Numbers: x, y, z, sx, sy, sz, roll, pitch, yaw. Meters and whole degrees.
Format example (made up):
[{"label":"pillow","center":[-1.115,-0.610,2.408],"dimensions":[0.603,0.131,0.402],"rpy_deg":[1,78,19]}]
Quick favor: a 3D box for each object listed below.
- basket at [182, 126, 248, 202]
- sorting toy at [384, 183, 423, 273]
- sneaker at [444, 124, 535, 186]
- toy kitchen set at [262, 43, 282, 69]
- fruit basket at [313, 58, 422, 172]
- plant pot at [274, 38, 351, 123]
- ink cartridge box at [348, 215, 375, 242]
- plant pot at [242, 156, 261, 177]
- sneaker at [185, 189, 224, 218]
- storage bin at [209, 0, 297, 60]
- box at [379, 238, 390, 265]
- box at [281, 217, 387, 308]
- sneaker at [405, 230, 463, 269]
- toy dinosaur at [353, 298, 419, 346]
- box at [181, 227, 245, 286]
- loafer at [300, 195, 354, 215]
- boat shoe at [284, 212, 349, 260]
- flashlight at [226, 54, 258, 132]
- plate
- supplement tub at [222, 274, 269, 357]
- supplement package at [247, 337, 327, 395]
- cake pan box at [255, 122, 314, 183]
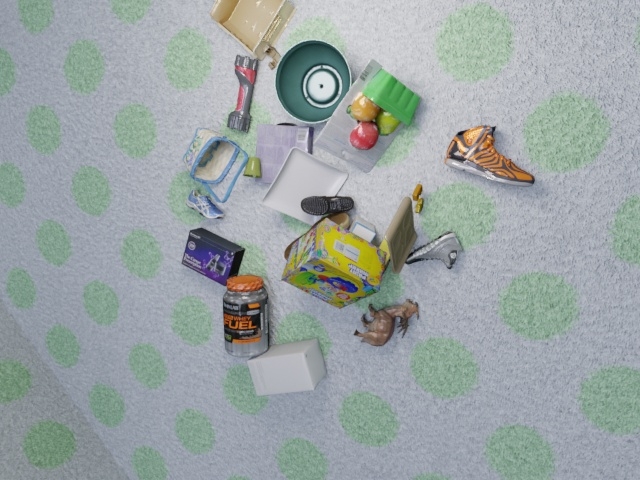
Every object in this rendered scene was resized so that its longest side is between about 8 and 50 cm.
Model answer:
[{"label":"basket","center":[-0.460,-0.339,1.896],"dimensions":[0.289,0.201,0.255],"rpy_deg":[40,110,21]},{"label":"sorting toy","center":[0.320,-0.055,1.637],"dimensions":[0.041,0.307,0.229],"rpy_deg":[14,149,30]},{"label":"sneaker","center":[0.618,-0.309,1.532],"dimensions":[0.321,0.124,0.180],"rpy_deg":[22,107,16]},{"label":"toy kitchen set","center":[-0.205,-0.753,1.796],"dimensions":[0.068,0.075,0.083],"rpy_deg":[-37,85,23]},{"label":"fruit basket","center":[0.178,-0.450,1.602],"dimensions":[0.353,0.327,0.165],"rpy_deg":[-49,48,25]},{"label":"plant pot","center":[-0.011,-0.604,1.672],"dimensions":[0.292,0.196,0.293],"rpy_deg":[3,104,12]},{"label":"ink cartridge box","center":[0.163,-0.031,1.753],"dimensions":[0.089,0.143,0.092],"rpy_deg":[28,109,-4]},{"label":"plant pot","center":[-0.287,-0.313,1.839],"dimensions":[0.083,0.083,0.079],"rpy_deg":[5,89,20]},{"label":"sneaker","center":[-0.540,-0.166,2.023],"dimensions":[0.211,0.080,0.081],"rpy_deg":[28,111,13]},{"label":"storage bin","center":[-0.281,-0.933,1.768],"dimensions":[0.262,0.123,0.260],"rpy_deg":[43,111,9]},{"label":"box","center":[0.267,0.046,1.750],"dimensions":[0.058,0.087,0.232],"rpy_deg":[29,109,16]},{"label":"box","center":[0.050,0.100,1.674],"dimensions":[0.289,0.177,0.279],"rpy_deg":[28,146,-18]},{"label":"sneaker","center":[0.449,0.070,1.685],"dimensions":[0.228,0.086,0.132],"rpy_deg":[-32,89,22]},{"label":"toy dinosaur","center":[0.265,0.362,1.790],"dimensions":[0.200,0.127,0.296],"rpy_deg":[30,114,7]},{"label":"box","center":[-0.510,0.075,2.044],"dimensions":[0.261,0.103,0.185],"rpy_deg":[24,104,16]},{"label":"loafer","center":[0.027,-0.145,1.786],"dimensions":[0.219,0.078,0.080],"rpy_deg":[0,97,0]},{"label":"boat shoe","center":[0.000,0.000,1.840],"dimensions":[0.341,0.122,0.110],"rpy_deg":[-33,124,25]},{"label":"flashlight","center":[-0.343,-0.632,1.859],"dimensions":[0.103,0.103,0.304],"rpy_deg":[30,112,41]},{"label":"plate","center":[-0.067,-0.221,1.780],"dimensions":[0.277,0.045,0.277],"rpy_deg":[21,114,-29]},{"label":"supplement tub","center":[-0.339,0.340,1.966],"dimensions":[0.207,0.207,0.338],"rpy_deg":[3,100,20]},{"label":"supplement package","center":[-0.148,0.572,1.949],"dimensions":[0.292,0.177,0.176],"rpy_deg":[-14,93,23]},{"label":"cake pan box","center":[-0.158,-0.370,1.850],"dimensions":[0.245,0.070,0.267],"rpy_deg":[7,102,18]}]
